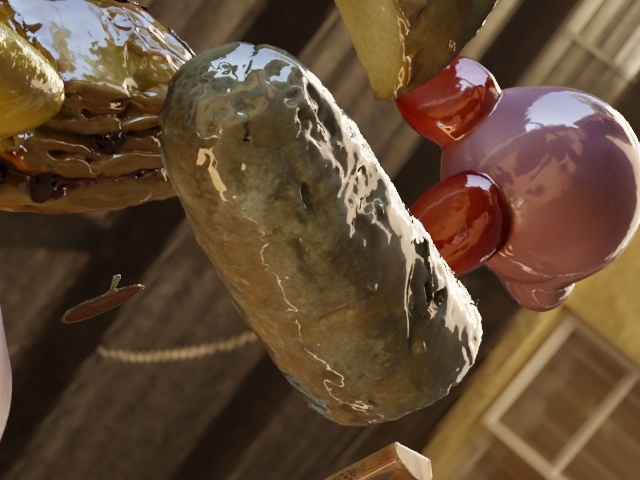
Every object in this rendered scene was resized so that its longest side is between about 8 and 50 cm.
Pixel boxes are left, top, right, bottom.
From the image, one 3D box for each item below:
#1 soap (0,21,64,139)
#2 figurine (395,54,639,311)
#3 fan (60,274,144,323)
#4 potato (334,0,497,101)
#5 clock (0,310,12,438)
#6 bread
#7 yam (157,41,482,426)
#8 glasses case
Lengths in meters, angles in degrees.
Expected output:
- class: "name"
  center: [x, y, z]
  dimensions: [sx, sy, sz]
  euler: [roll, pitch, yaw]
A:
- class: "soap"
  center: [-0.396, -0.156, 1.549]
  dimensions: [0.427, 0.306, 0.115]
  euler: [30, -123, -69]
- class: "figurine"
  center: [0.232, -0.063, 1.984]
  dimensions: [0.211, 0.270, 0.261]
  euler: [-23, -37, 39]
- class: "fan"
  center: [-0.197, 0.052, 1.715]
  dimensions: [0.085, 0.005, 0.133]
  euler: [-21, -10, -22]
- class: "potato"
  center: [0.053, -0.305, 1.665]
  dimensions: [0.255, 0.112, 0.269]
  euler: [38, -119, -34]
- class: "clock"
  center: [-0.246, 0.056, 0.870]
  dimensions: [0.197, 0.197, 0.068]
  euler: [-36, -31, -29]
- class: "bread"
  center: [-0.262, -0.170, 1.977]
  dimensions: [0.324, 0.277, 0.167]
  euler: [-10, -41, -42]
- class: "yam"
  center: [0.000, 0.000, 1.103]
  dimensions: [0.133, 0.133, 0.330]
  euler: [-45, -38, -11]
- class: "glasses case"
  center: [0.037, 0.279, 2.028]
  dimensions: [0.170, 0.041, 0.064]
  euler: [-31, -41, 27]
